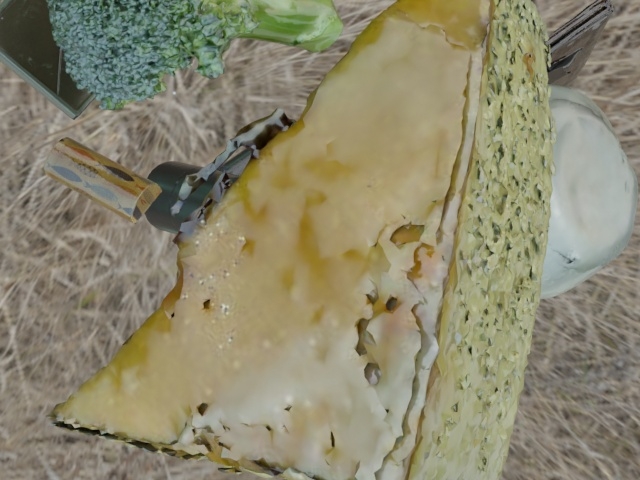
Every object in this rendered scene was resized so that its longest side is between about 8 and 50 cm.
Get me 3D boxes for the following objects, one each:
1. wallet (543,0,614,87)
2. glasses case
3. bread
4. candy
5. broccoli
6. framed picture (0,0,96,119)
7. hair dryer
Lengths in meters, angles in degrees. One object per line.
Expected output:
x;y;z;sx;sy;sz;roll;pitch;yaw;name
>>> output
0.338;-0.253;1.717;0.124;0.230;0.042;-37;80;-11;wallet
-0.312;-0.089;1.725;0.170;0.041;0.064;28;70;23;glasses case
0.000;0.000;0.744;0.279;0.248;0.315;-3;76;28;bread
0.293;-0.066;1.661;0.296;0.185;0.295;2;85;-27;candy
-0.195;-0.318;1.683;0.353;0.397;0.274;34;127;16;broccoli
-0.377;-0.318;1.816;0.192;0.018;0.265;41;46;-13;framed picture
-0.096;-0.102;1.901;0.302;0.244;0.116;-43;130;-32;hair dryer
